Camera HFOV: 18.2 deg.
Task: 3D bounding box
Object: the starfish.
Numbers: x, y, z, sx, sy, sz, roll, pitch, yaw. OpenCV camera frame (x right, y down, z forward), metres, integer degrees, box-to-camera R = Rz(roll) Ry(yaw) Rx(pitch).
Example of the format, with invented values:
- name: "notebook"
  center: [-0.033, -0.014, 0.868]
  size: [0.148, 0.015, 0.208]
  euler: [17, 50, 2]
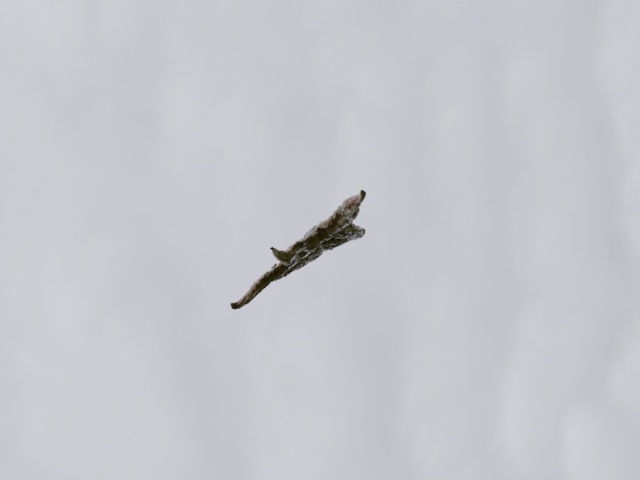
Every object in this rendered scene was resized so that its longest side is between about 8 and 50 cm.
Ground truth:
- name: "starfish"
  center: [0.000, 0.000, 0.905]
  size: [0.016, 0.086, 0.092]
  euler: [59, -150, 8]
